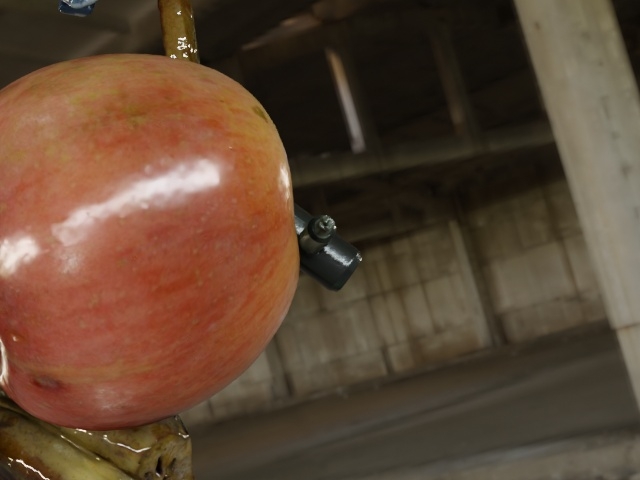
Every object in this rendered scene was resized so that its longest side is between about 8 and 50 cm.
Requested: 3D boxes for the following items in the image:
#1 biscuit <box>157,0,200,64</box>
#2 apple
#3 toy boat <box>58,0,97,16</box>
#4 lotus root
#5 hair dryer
[{"bbox_3d":[-0.180,-0.207,1.770,0.046,0.359,0.359,-9,-5,-5],"label":"biscuit"},{"bbox_3d":[-0.185,-0.006,1.269,0.363,0.364,0.364,-16,-4,-1],"label":"apple"},{"bbox_3d":[-0.307,-0.369,1.664,0.129,0.143,0.309,7,32,-14],"label":"toy boat"},{"bbox_3d":[-0.282,0.216,1.457,0.290,0.193,0.193,22,15,28],"label":"lotus root"},{"bbox_3d":[0.000,0.000,1.344,0.057,0.100,0.198,-55,0,-9],"label":"hair dryer"}]
